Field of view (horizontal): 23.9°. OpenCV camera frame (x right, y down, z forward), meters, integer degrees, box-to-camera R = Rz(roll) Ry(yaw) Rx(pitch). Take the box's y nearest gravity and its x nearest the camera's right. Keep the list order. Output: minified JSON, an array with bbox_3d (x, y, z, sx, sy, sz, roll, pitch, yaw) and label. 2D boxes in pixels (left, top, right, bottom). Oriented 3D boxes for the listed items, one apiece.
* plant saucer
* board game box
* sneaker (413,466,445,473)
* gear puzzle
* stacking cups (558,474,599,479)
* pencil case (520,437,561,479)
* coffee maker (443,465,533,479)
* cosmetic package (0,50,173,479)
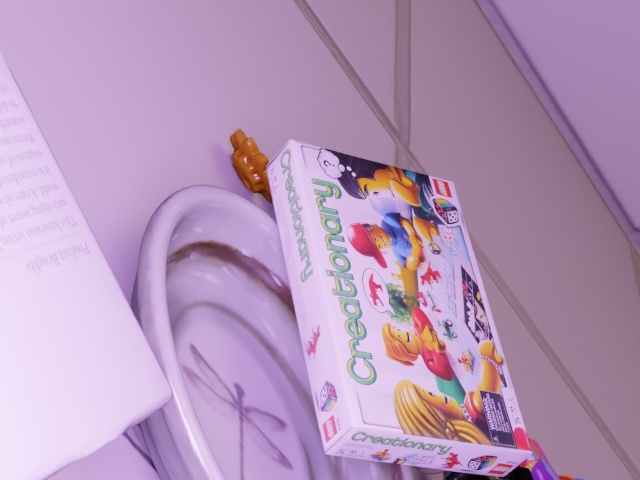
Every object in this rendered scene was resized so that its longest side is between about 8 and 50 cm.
[{"bbox_3d":[-0.055,0.151,1.273,0.400,0.100,0.400,50,24,-31],"label":"plant saucer"},{"bbox_3d":[0.066,0.059,1.357,0.193,0.053,0.305,12,49,-32],"label":"board game box"},{"bbox_3d":[0.091,0.121,1.619,0.111,0.103,0.252,13,64,-49],"label":"sneaker"},{"bbox_3d":[-0.006,0.016,1.529,0.339,0.044,0.175,54,-16,21],"label":"gear puzzle"},{"bbox_3d":[0.324,0.345,1.982,0.316,0.096,0.096,27,41,-54],"label":"stacking cups"},{"bbox_3d":[0.269,0.343,1.776,0.236,0.104,0.104,56,18,14],"label":"pencil case"},{"bbox_3d":[0.171,0.324,1.623,0.178,0.120,0.171,-56,152,-66],"label":"coffee maker"},{"bbox_3d":[-0.287,-0.053,0.870,0.453,0.161,0.230,63,20,0],"label":"cosmetic package"}]
